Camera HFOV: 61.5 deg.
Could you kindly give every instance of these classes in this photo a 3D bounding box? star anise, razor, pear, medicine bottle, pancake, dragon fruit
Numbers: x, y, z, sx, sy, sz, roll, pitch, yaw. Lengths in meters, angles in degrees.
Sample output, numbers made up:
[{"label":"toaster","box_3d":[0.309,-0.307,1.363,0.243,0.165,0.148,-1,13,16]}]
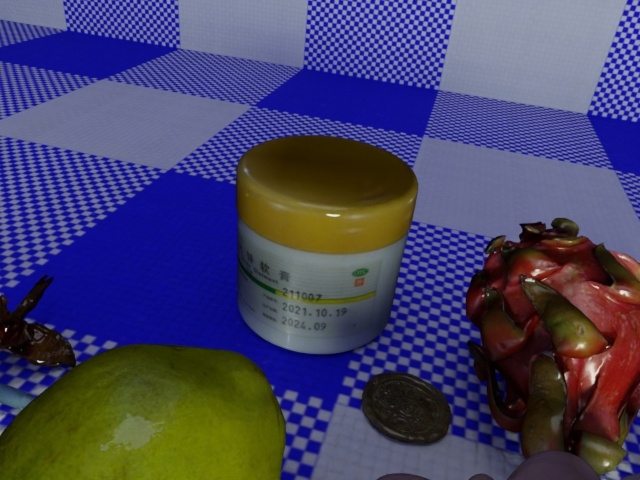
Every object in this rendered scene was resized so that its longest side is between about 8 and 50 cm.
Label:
[{"label":"star anise","box_3d":[-0.373,0.081,0.674,0.141,0.158,0.144,-13,47,39]},{"label":"razor","box_3d":[-0.334,0.174,0.595,0.135,0.068,0.040,8,28,26]},{"label":"pear","box_3d":[-0.151,0.192,0.445,0.269,0.212,0.212,-26,44,-34]},{"label":"medicine bottle","box_3d":[0.000,0.000,0.755,0.238,0.231,0.238,5,31,-3]},{"label":"pancake","box_3d":[0.105,0.201,0.656,0.115,0.011,0.115,6,32,-4]},{"label":"dragon fruit","box_3d":[0.274,0.119,0.634,0.307,0.227,0.243,-35,46,-29]}]

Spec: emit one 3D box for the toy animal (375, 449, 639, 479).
[{"label":"toy animal","box_3d":[0.130,0.258,0.386,0.221,0.210,0.229,2,-3,-22]}]
